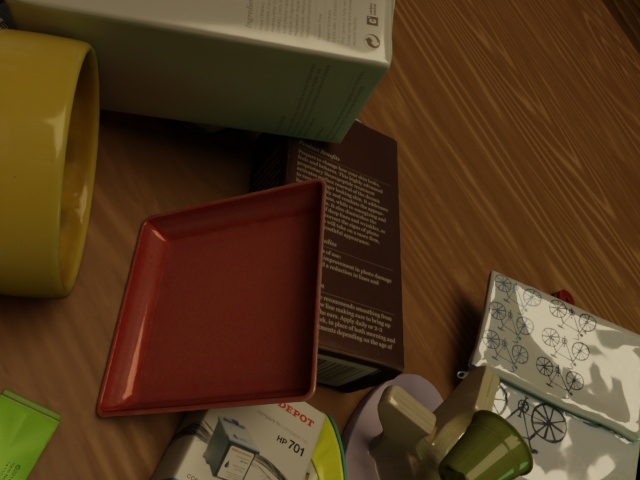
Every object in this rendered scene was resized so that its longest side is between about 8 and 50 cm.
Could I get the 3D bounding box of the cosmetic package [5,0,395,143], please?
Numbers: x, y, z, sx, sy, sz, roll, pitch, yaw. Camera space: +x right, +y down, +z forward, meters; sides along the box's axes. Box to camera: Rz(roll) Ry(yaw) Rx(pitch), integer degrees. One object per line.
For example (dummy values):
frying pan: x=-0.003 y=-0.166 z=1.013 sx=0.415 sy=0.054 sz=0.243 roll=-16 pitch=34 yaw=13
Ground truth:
cosmetic package: x=-0.129 y=-0.245 z=0.685 sx=0.385 sy=0.217 sz=0.156 roll=8 pitch=74 yaw=-13

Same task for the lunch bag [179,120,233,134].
lunch bag: x=-0.131 y=-0.287 z=0.909 sx=0.303 sy=0.115 sz=0.243 roll=-28 pitch=87 yaw=-42

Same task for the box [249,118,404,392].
box: x=0.000 y=0.000 z=0.823 sx=0.191 sy=0.143 sz=0.381 roll=20 pitch=56 yaw=-25

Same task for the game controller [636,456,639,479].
game controller: x=0.658 y=0.526 z=1.023 sx=0.166 sy=0.067 sz=0.319 roll=8 pitch=54 yaw=-49

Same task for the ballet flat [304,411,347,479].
ballet flat: x=-0.004 y=0.318 z=0.681 sx=0.077 sy=0.077 sz=0.230 roll=2 pitch=65 yaw=-28

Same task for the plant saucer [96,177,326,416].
plant saucer: x=-0.109 y=0.068 z=0.662 sx=0.047 sy=0.259 sz=0.259 roll=51 pitch=35 yaw=-51

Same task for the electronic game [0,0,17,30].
electronic game: x=-0.419 y=-0.252 z=0.720 sx=0.229 sy=0.048 sz=0.229 roll=17 pitch=56 yaw=-27

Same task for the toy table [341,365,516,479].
toy table: x=0.135 y=0.278 z=0.746 sx=0.252 sy=0.161 sz=0.274 roll=31 pitch=51 yaw=-18

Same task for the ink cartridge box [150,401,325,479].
ink cartridge box: x=-0.095 y=0.249 z=0.648 sx=0.140 sy=0.082 sz=0.190 roll=36 pitch=51 yaw=-14

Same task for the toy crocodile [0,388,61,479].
toy crocodile: x=-0.317 y=0.281 z=0.464 sx=0.115 sy=0.105 sz=0.340 roll=29 pitch=46 yaw=-19

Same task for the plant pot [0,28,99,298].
plant pot: x=-0.350 y=-0.079 z=0.553 sx=0.239 sy=0.254 sz=0.254 roll=6 pitch=61 yaw=-17

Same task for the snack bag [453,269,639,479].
snack bag: x=0.369 y=0.255 z=0.922 sx=0.323 sy=0.037 sz=0.342 roll=25 pitch=65 yaw=-5

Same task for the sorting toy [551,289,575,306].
sorting toy: x=0.472 y=0.216 z=1.104 sx=0.132 sy=0.046 sz=0.274 roll=10 pitch=60 yaw=-32

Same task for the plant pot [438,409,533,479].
plant pot: x=0.173 y=0.243 z=0.642 sx=0.079 sy=0.083 sz=0.083 roll=-28 pitch=83 yaw=-27

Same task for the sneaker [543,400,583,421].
sneaker: x=0.359 y=0.274 z=0.975 sx=0.083 sy=0.084 sz=0.214 roll=-26 pitch=78 yaw=-29
